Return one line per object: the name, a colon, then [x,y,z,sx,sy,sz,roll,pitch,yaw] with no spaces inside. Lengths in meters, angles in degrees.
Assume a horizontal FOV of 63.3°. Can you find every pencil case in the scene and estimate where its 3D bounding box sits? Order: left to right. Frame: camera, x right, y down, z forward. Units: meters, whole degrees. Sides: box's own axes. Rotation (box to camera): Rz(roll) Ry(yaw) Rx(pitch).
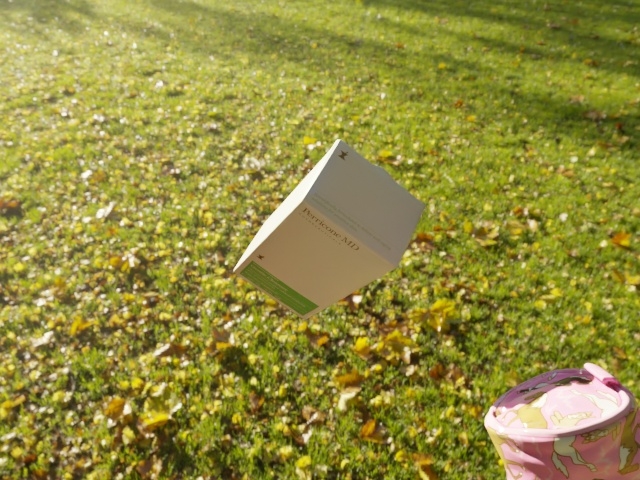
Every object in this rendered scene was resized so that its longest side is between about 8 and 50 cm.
pencil case: [0.331,0.345,0.601,0.167,0.386,0.160,-23,2,-35]

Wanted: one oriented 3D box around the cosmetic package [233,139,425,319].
cosmetic package: [0.000,0.000,0.976,0.197,0.365,0.155,35,59,-9]
